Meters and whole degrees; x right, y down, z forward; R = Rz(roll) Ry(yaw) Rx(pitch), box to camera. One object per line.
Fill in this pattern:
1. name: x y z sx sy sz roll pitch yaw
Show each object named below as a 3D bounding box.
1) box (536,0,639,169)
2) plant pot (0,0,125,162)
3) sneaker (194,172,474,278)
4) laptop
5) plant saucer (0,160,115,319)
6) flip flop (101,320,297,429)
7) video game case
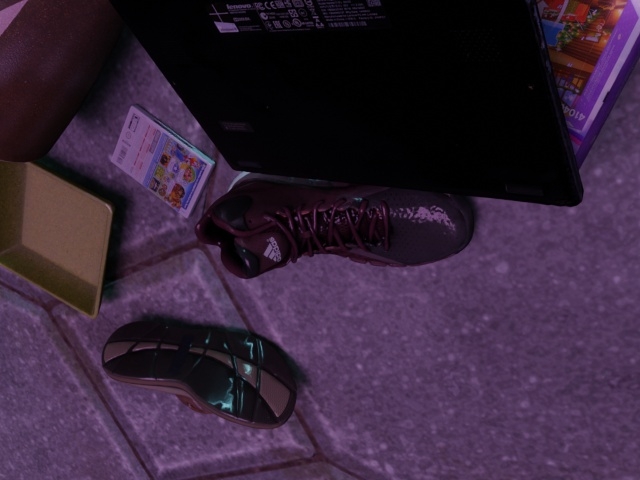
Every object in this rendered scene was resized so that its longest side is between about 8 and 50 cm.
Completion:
1. box: 0.118 -0.196 0.630 0.293 0.057 0.200 34 130 20
2. plant pot: -0.300 -0.235 0.791 0.230 0.215 0.215 -37 94 21
3. sneaker: 0.000 0.000 0.757 0.282 0.162 0.106 5 116 26
4. laptop: 0.024 -0.260 0.617 0.382 0.236 0.408 10 148 37
5. plant saucer: -0.348 -0.016 1.001 0.188 0.045 0.188 27 124 13
6. flip flop: -0.154 0.175 0.968 0.277 0.112 0.080 8 143 21
7. video game case: -0.190 -0.094 0.902 0.122 0.011 0.087 37 124 7
